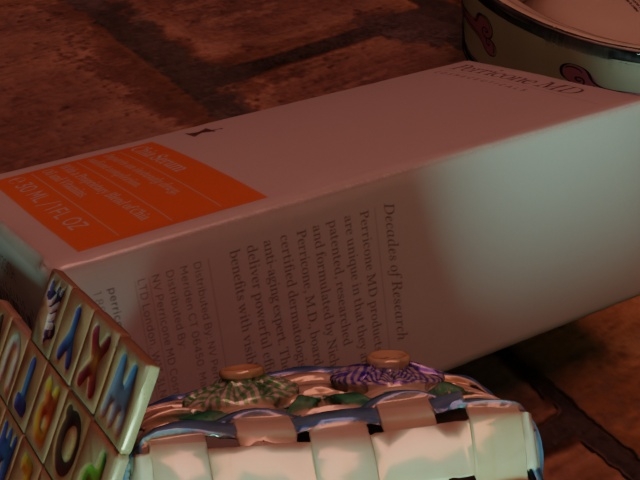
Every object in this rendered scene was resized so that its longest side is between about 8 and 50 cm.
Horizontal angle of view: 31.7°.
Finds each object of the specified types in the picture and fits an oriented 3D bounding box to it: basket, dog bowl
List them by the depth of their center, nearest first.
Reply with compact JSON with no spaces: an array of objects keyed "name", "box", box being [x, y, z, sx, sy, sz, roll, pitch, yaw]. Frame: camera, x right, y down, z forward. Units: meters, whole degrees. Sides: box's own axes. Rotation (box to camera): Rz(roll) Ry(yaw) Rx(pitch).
[{"name":"basket","box":[0.004,0.167,0.591,0.255,0.289,0.201,-4,71,-9]},{"name":"dog bowl","box":[0.338,-0.228,1.214,0.408,0.150,0.408,2,37,-2]}]

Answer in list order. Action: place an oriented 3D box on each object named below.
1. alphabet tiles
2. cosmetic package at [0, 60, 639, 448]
[{"name":"alphabet tiles","box":[-0.153,0.116,0.566,0.009,0.198,0.237,16,5,-30]},{"name":"cosmetic package","box":[0.000,0.000,0.824,0.453,0.161,0.230,-17,23,-27]}]
